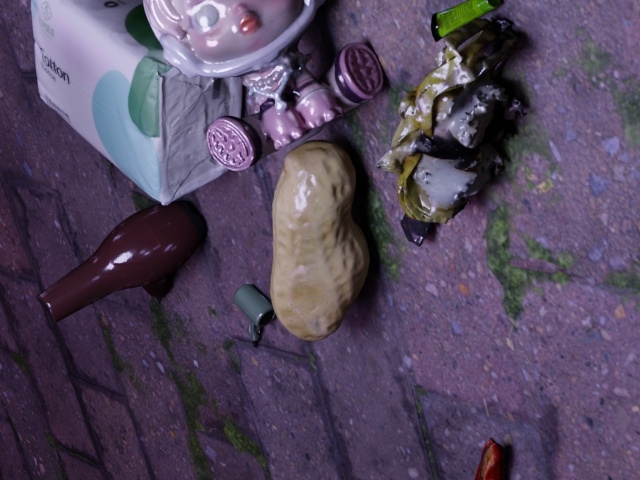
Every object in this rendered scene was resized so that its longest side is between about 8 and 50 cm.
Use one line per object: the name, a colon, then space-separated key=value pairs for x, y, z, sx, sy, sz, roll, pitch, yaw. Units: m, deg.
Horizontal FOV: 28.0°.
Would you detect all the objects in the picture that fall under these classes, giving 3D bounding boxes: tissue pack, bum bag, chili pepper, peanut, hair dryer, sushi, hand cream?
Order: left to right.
hair dryer: x=-0.347 y=0.078 z=2.328 sx=0.123 sy=0.312 sz=0.340 roll=52 pitch=166 yaw=16
tissue pack: x=-0.296 y=-0.265 z=2.045 sx=0.356 sy=0.194 sz=0.266 roll=39 pitch=141 yaw=31
hair dryer: x=-0.114 y=0.143 z=2.242 sx=0.071 sy=0.047 sz=0.150 roll=44 pitch=153 yaw=28
peanut: x=0.000 y=0.000 z=1.894 sx=0.147 sy=0.147 sz=0.319 roll=26 pitch=125 yaw=41
bum bag: x=0.139 y=-0.044 z=1.767 sx=0.058 sy=0.034 sz=0.124 roll=55 pitch=148 yaw=35
sushi: x=0.162 y=-0.133 z=1.587 sx=0.131 sy=0.139 sz=0.291 roll=39 pitch=139 yaw=18
hand cream: x=0.173 y=-0.277 z=1.565 sx=0.122 sy=0.023 sz=0.036 roll=-16 pitch=80 yaw=57
chili pepper: x=0.247 y=0.383 z=1.911 sx=0.059 sy=0.050 sz=0.268 roll=16 pitch=127 yaw=22

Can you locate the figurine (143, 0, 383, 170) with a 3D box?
figurine: x=-0.107 y=-0.285 z=1.746 sx=0.361 sy=0.253 sz=0.211 roll=61 pitch=164 yaw=-12
